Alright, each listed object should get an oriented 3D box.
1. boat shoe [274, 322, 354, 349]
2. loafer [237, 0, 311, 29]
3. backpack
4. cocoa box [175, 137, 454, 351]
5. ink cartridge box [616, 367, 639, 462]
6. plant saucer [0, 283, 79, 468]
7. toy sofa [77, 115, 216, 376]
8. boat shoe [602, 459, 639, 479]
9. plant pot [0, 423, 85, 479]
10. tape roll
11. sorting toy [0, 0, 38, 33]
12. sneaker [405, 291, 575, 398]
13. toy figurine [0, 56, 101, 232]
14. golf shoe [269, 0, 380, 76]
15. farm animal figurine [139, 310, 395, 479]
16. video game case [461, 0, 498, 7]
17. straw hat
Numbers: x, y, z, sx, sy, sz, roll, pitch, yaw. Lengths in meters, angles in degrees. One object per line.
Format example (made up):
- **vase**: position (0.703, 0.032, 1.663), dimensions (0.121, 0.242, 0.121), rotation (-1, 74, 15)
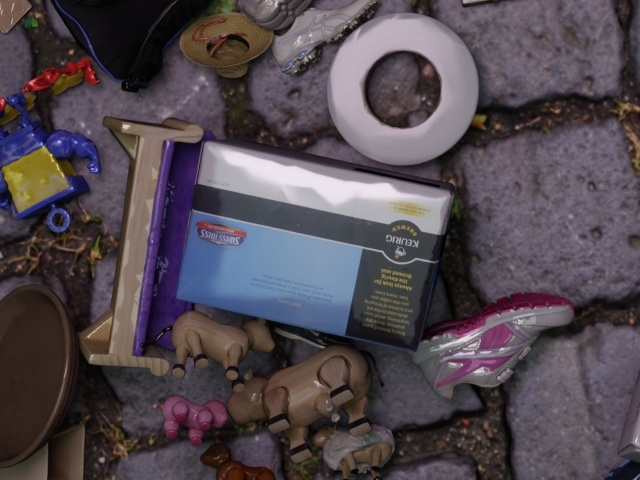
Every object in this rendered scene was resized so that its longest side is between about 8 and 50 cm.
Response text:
- **boat shoe**: position (-0.007, 0.136, 1.924), dimensions (0.125, 0.046, 0.038), rotation (17, 102, 14)
- **loafer**: position (0.000, -0.444, 1.839), dimensions (0.319, 0.112, 0.111), rotation (-43, 71, 1)
- **backpack**: position (-0.262, -0.393, 1.812), dimensions (0.263, 0.276, 0.213), rotation (-36, 61, -5)
- **cocoa box**: position (0.000, 0.000, 1.815), dimensions (0.347, 0.231, 0.228), rotation (12, 97, 6)
- **ink cartridge box**: position (0.550, 0.196, 1.776), dimensions (0.201, 0.117, 0.278), rotation (19, 74, 5)
- **plant saucer**: position (-0.445, 0.203, 1.913), dimensions (0.278, 0.041, 0.277), rotation (-18, 63, 40)
- **toy sofa**: position (-0.239, 0.003, 1.857), dimensions (0.177, 0.150, 0.362), rotation (7, 96, -20)
- **boat shoe**: position (0.456, 0.377, 1.868), dimensions (0.258, 0.089, 0.109), rotation (-35, 100, 4)
- **plant pot**: position (-0.432, 0.338, 1.968), dimensions (0.096, 0.109, 0.109), rotation (6, 96, 19)
- **tape roll**: position (0.121, -0.219, 1.863), dimensions (0.219, 0.072, 0.219), rotation (1, 95, 8)
- **sorting toy**: position (-0.470, -0.346, 1.955), dimensions (0.062, 0.012, 0.083), rotation (-43, 85, 4)
- **sneaker**: position (0.256, 0.154, 1.871), dimensions (0.252, 0.103, 0.111), rotation (-21, 96, 15)
- **toy figurine**: position (-0.458, -0.095, 1.895), dimensions (0.363, 0.191, 0.217), rotation (-26, 96, 10)
- **golf shoe**: position (0.000, -0.319, 1.874), dimensions (0.176, 0.069, 0.086), rotation (-34, 84, 8)
- **farm animal figurine**: position (-0.069, 0.220, 1.861), dimensions (0.327, 0.172, 0.330), rotation (-11, 124, 0)
- **video game case**: position (0.290, -0.466, 1.835), dimensions (0.210, 0.042, 0.232), rotation (-7, 94, 6)
- **straw hat**: position (-0.134, -0.274, 1.890), dimensions (0.144, 0.144, 0.061), rotation (-2, 133, 7)
